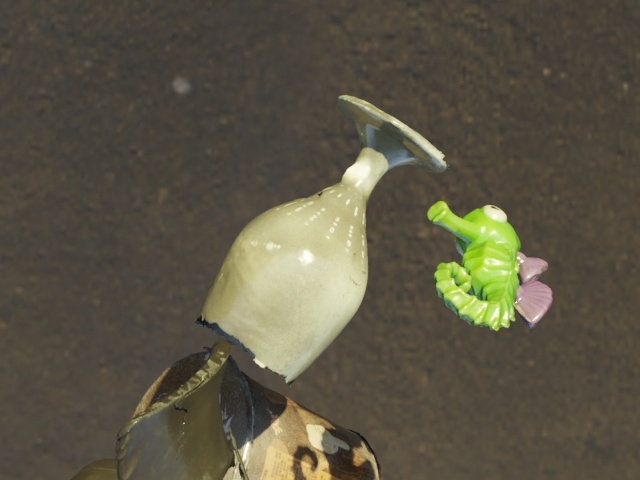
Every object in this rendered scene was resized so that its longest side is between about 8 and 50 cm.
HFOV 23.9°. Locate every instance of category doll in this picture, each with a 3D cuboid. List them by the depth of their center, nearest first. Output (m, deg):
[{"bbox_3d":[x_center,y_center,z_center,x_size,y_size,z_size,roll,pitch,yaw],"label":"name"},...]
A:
[{"bbox_3d":[0.130,0.020,1.194,0.115,0.190,0.050,31,115,-8],"label":"doll"}]

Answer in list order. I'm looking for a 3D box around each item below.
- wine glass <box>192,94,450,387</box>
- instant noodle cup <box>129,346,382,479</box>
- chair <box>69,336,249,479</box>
[{"bbox_3d":[0.000,0.000,1.307,0.126,0.241,0.126,32,174,4],"label":"wine glass"},{"bbox_3d":[-0.068,0.243,1.536,0.207,0.217,0.217,27,138,-35],"label":"instant noodle cup"},{"bbox_3d":[-0.120,0.178,0.963,0.145,0.140,0.221,4,114,24],"label":"chair"}]
